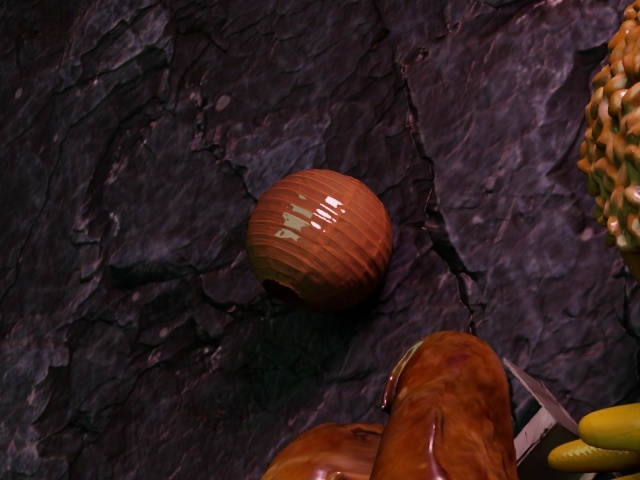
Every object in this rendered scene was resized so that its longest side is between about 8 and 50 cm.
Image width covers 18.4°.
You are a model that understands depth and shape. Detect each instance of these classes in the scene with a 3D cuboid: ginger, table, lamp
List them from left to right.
[{"bbox_3d":[0.000,0.000,1.790,0.136,0.136,0.136,-29,44,33],"label":"lamp"},{"bbox_3d":[0.055,0.262,1.397,0.254,0.176,0.418,-35,38,19],"label":"ginger"},{"bbox_3d":[0.148,0.199,1.529,0.146,0.062,0.175,-51,33,9],"label":"table"}]

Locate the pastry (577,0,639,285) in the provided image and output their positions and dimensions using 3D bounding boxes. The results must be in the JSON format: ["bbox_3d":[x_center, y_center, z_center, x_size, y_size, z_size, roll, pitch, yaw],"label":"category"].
[{"bbox_3d":[0.352,-0.105,1.339,0.409,0.245,0.410,-40,31,30],"label":"pastry"}]

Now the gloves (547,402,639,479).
[{"bbox_3d":[0.264,0.179,1.370,0.294,0.116,0.133,-23,61,42],"label":"gloves"}]
